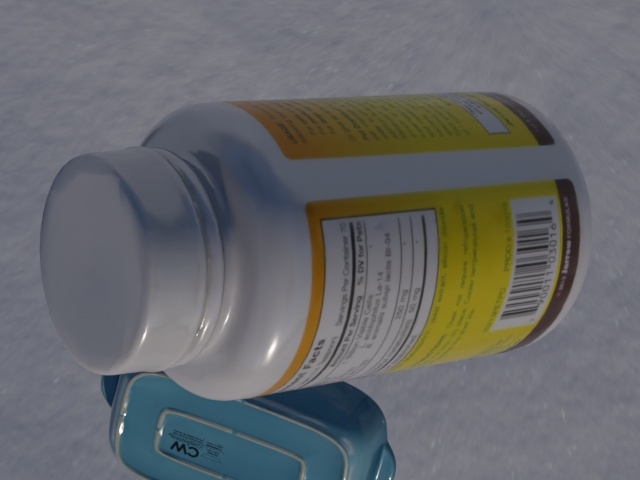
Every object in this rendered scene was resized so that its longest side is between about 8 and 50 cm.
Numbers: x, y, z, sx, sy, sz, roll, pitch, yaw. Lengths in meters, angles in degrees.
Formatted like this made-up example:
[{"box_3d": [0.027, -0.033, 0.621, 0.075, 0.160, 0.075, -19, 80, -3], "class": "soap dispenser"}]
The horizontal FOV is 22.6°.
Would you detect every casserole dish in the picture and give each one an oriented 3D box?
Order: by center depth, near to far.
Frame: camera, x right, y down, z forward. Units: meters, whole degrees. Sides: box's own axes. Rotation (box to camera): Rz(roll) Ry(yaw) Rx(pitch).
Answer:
[{"box_3d": [-0.049, 0.118, 0.949, 0.188, 0.037, 0.114, 20, 122, 8], "class": "casserole dish"}]

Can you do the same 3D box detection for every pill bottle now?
[{"box_3d": [0.000, 0.000, 0.652, 0.215, 0.117, 0.117, -6, 102, -37], "class": "pill bottle"}]
